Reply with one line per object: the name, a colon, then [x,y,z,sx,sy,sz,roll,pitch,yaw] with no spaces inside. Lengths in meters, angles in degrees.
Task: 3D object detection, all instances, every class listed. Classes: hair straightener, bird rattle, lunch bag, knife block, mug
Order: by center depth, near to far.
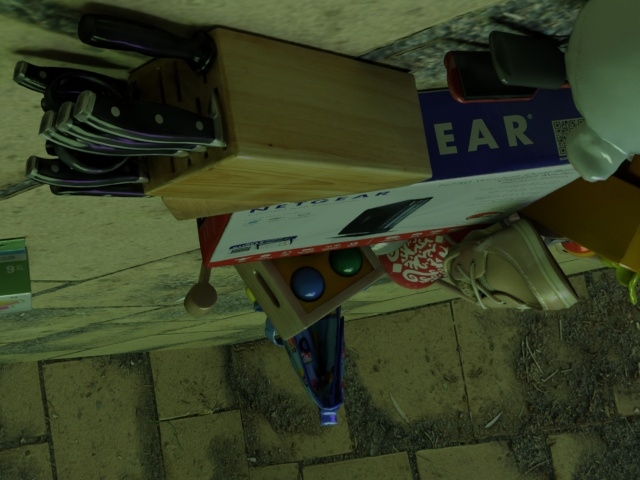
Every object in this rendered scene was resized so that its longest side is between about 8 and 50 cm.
knife block: [-0.051,-0.085,0.626,0.275,0.088,0.242,-8,172,-4]
hair straightener: [0.200,-0.133,0.722,0.230,0.047,0.089,-2,169,-42]
mug: [0.170,-0.021,1.321,0.113,0.150,0.169,30,156,-10]
bird rattle: [0.452,-0.002,1.525,0.206,0.143,0.253,12,168,35]
lunch bag: [-0.015,0.156,1.530,0.138,0.293,0.221,-8,171,-5]

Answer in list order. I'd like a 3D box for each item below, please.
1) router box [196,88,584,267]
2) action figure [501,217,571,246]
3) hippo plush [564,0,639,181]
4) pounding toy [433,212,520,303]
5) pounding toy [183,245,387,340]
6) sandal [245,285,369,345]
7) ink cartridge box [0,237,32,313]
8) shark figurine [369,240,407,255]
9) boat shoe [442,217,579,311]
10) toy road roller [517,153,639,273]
router box: [0.054,-0.058,0.925,0.335,0.082,0.301,-8,171,-12]
action figure: [0.313,-0.018,1.365,0.185,0.099,0.285,-9,166,-26]
hippo plush: [0.269,-0.074,0.563,0.236,0.235,0.294,0,-167,16]
pounding toy: [0.246,0.048,1.573,0.269,0.155,0.154,-7,167,-14]
pounding toy: [-0.060,0.022,1.086,0.206,0.181,0.094,-32,177,-26]
sandal: [-0.017,0.123,1.843,0.126,0.138,0.317,1,165,-40]
ink cartridge box: [-0.424,0.052,1.188,0.108,0.062,0.209,-6,170,-18]
shark figurine: [-0.005,0.010,1.278,0.166,0.116,0.278,-42,-171,-15]
boat shoe: [0.207,0.039,1.078,0.098,0.109,0.302,-32,-172,0]
toy road roller: [0.403,-0.070,1.025,0.329,0.241,0.202,29,-166,33]
